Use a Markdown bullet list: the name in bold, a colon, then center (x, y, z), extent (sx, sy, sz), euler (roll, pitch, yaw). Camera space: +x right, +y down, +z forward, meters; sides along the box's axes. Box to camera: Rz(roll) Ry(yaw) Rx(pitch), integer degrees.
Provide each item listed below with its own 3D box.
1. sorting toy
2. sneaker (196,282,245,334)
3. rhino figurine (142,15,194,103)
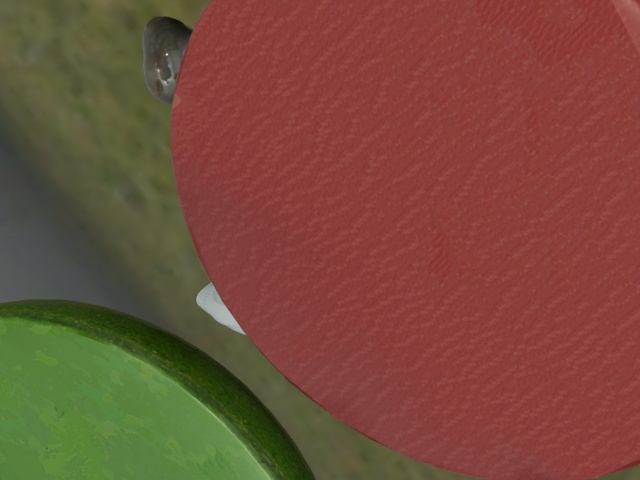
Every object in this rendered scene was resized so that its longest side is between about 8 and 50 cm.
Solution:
- **sorting toy**: center (-0.017, 0.032, 0.485), extent (0.127, 0.126, 0.365), euler (44, 131, -2)
- **sneaker**: center (0.000, 0.000, 1.401), extent (0.094, 0.212, 0.080), euler (12, 123, 45)
- **rhino figurine**: center (0.004, -0.161, 0.580), extent (0.073, 0.106, 0.243), euler (44, -133, -54)
